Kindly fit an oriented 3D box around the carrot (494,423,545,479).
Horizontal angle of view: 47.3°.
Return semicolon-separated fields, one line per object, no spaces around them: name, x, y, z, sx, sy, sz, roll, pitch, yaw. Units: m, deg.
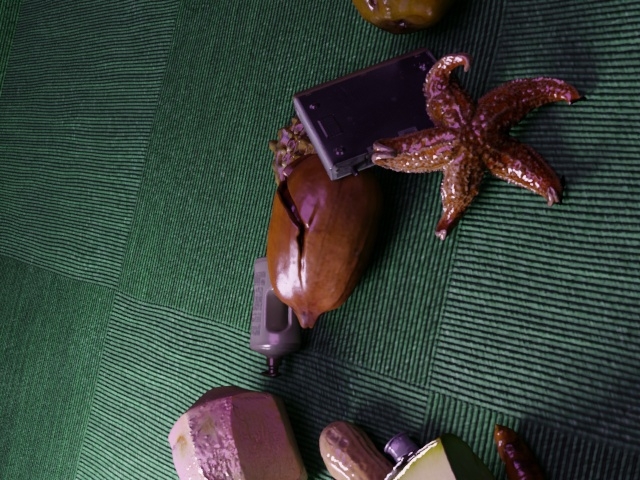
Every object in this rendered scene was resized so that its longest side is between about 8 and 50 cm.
carrot;0.323;0.398;1.025;0.066;0.066;0.314;-42;54;28

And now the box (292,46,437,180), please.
box;0.108;-0.224;1.269;0.270;0.045;0.210;-20;58;-7

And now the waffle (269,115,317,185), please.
waffle;-0.018;-0.174;1.475;0.223;0.054;0.203;-26;63;36

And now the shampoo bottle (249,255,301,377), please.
shampoo bottle;-0.085;0.152;1.438;0.118;0.087;0.234;-6;76;42

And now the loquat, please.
loquat;0.152;-0.496;1.297;0.214;0.213;0.245;-3;81;42

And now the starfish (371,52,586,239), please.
starfish;0.251;-0.142;1.162;0.303;0.113;0.312;30;102;10

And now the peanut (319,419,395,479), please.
peanut;0.075;0.394;1.234;0.214;0.090;0.098;41;118;41

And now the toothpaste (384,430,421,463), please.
toothpaste;0.194;0.403;1.151;0.089;0.057;0.234;-45;56;0

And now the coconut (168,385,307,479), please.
coconut;-0.161;0.388;1.363;0.233;0.233;0.245;-43;58;27

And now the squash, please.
squash;0.125;0.459;1.032;0.309;0.210;0.233;-36;42;17

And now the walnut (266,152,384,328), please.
walnut;0.000;0.000;1.326;0.209;0.209;0.336;18;100;43
